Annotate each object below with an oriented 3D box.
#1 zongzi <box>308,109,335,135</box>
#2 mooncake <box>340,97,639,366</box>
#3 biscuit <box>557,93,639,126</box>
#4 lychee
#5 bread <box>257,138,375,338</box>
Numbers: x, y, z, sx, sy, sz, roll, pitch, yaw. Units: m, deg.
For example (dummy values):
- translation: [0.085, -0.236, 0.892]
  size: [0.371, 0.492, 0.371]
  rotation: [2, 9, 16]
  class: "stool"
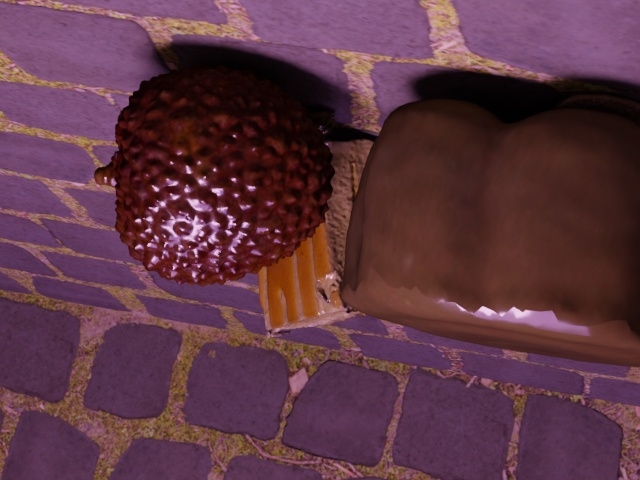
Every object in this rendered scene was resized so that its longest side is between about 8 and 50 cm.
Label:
- translation: [-0.029, -0.160, 2.033]
  size: [0.083, 0.040, 0.076]
  rotation: [38, 150, -18]
  class: "zongzi"
- translation: [0.260, 0.003, 1.903]
  size: [0.467, 0.262, 0.467]
  rotation: [9, 172, 1]
  class: "mooncake"
- translation: [0.328, -0.142, 1.815]
  size: [0.120, 0.015, 0.120]
  rotation: [12, 166, 3]
  class: "biscuit"
- translation: [-0.133, -0.079, 1.947]
  size: [0.304, 0.275, 0.276]
  rotation: [-1, 163, 11]
  class: "lychee"
- translation: [0.000, 0.000, 2.138]
  size: [0.111, 0.246, 0.239]
  rotation: [2, 171, -23]
  class: "bread"
